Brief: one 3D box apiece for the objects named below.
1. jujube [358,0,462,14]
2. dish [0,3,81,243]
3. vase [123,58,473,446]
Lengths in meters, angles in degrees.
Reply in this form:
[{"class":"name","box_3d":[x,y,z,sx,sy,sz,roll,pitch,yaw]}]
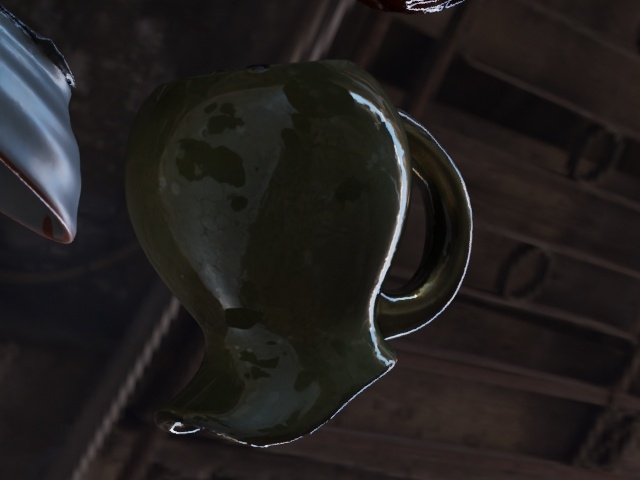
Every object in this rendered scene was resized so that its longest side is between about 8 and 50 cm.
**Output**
[{"class":"jujube","box_3d":[0.105,-0.262,1.467,0.155,0.230,0.155,46,-31,38]},{"class":"dish","box_3d":[-0.234,-0.111,1.195,0.260,0.260,0.085,30,-105,37]},{"class":"vase","box_3d":[0.000,0.000,1.609,0.241,0.329,0.302,-4,-86,56]}]
